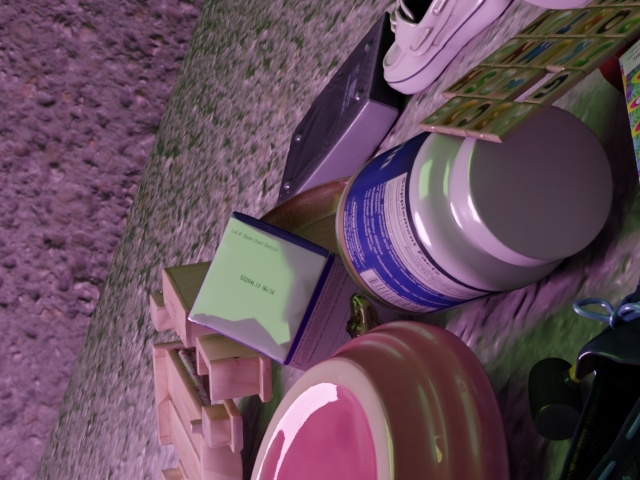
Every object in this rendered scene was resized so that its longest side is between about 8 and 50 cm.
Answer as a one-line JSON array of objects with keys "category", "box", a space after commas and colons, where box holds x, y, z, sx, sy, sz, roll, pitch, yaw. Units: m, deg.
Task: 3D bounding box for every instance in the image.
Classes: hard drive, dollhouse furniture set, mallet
[{"category": "hard drive", "box": [0.028, -0.140, 2.240, 0.254, 0.054, 0.172, -50, 21, 46]}, {"category": "dollhouse furniture set", "box": [-0.071, 0.204, 2.088, 0.303, 0.174, 0.355, -124, 29, -58]}, {"category": "mallet", "box": [0.212, 0.071, 1.331, 0.189, 0.039, 0.062, -50, 20, 36]}]

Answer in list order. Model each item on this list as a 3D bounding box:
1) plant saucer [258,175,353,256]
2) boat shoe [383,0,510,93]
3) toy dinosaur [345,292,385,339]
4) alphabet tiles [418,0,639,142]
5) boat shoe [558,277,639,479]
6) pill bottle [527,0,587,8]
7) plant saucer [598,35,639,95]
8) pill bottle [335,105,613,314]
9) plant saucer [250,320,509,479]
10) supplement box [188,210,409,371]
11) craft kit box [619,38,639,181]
[{"category": "plant saucer", "box": [0.000, 0.000, 2.002, 0.199, 0.036, 0.198, -21, 26, 11]}, {"category": "boat shoe", "box": [0.120, -0.246, 2.020, 0.267, 0.088, 0.096, -36, 33, 62]}, {"category": "toy dinosaur", "box": [0.067, 0.177, 1.594, 0.118, 0.064, 0.268, -12, 72, 50]}, {"category": "alphabet tiles", "box": [0.176, -0.144, 1.440, 0.198, 0.009, 0.237, -39, 14, -7]}, {"category": "boat shoe", "box": [0.211, 0.085, 1.200, 0.109, 0.089, 0.258, -41, 29, 58]}, {"category": "pill bottle", "box": [0.232, -0.322, 1.700, 0.117, 0.117, 0.215, -39, 31, 60]}, {"category": "plant saucer", "box": [0.299, -0.219, 1.429, 0.258, 0.048, 0.259, -60, 14, 13]}, {"category": "pill bottle", "box": [0.125, -0.026, 1.544, 0.265, 0.153, 0.153, -23, 45, 67]}, {"category": "plant saucer", "box": [0.027, 0.223, 1.476, 0.332, 0.084, 0.332, -39, 45, 53]}, {"category": "supplement box", "box": [-0.011, 0.060, 1.741, 0.220, 0.111, 0.114, 22, -89, -63]}, {"category": "craft kit box", "box": [0.304, -0.116, 1.180, 0.250, 0.061, 0.246, -44, 27, 29]}]
